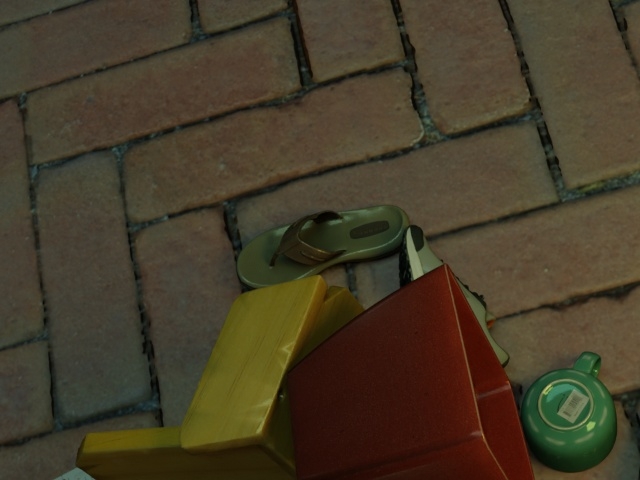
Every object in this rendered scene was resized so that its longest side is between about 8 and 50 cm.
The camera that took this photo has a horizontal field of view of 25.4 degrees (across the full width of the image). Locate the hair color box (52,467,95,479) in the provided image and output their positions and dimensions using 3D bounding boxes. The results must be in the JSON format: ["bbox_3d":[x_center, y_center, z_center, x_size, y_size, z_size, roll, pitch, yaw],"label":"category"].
[{"bbox_3d":[-0.349,0.386,2.077,0.167,0.053,0.093,-27,60,-1],"label":"hair color box"}]

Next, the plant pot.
[{"bbox_3d":[0.105,0.236,1.701,0.235,0.267,0.267,-20,44,13],"label":"plant pot"}]

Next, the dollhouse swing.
[{"bbox_3d":[-0.105,0.230,1.935,0.305,0.347,0.315,7,64,31],"label":"dollhouse swing"}]

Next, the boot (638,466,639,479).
[{"bbox_3d":[0.524,0.285,1.876,0.178,0.085,0.236,14,67,19],"label":"boot"}]

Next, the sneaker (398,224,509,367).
[{"bbox_3d":[0.187,0.094,2.072,0.108,0.100,0.271,-17,62,-11],"label":"sneaker"}]

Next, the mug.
[{"bbox_3d":[0.337,0.229,1.947,0.129,0.097,0.158,-15,60,7],"label":"mug"}]

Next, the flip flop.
[{"bbox_3d":[0.000,0.000,2.170,0.277,0.080,0.112,-15,60,7],"label":"flip flop"}]
